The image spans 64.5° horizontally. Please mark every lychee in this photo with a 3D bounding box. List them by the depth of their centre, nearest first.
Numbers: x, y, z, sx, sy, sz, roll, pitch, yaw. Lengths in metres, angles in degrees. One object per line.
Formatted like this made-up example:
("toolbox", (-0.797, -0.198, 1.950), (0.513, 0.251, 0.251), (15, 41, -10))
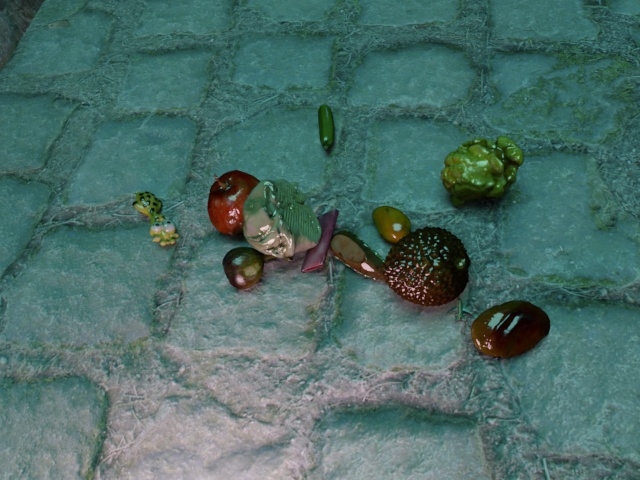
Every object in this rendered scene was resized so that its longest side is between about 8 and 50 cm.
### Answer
("lychee", (0.326, 0.083, 1.592), (0.267, 0.267, 0.268), (-5, 58, 8))

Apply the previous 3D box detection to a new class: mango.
("mango", (0.255, -0.059, 1.787), (0.115, 0.089, 0.165), (-25, 53, 6))

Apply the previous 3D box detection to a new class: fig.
("fig", (-0.216, 0.079, 1.775), (0.245, 0.149, 0.149), (-17, 56, -13))

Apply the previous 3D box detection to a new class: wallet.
("wallet", (0.000, 0.000, 1.797), (0.119, 0.025, 0.232), (-20, 45, 47))

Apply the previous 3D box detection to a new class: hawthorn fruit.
("hawthorn fruit", (-0.316, -0.155, 1.847), (0.241, 0.272, 0.242), (-8, 53, 11))

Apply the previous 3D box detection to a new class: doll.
("doll", (-0.650, -0.092, 1.984), (0.117, 0.086, 0.291), (-14, 52, -34))

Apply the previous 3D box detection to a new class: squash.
("squash", (0.025, -0.463, 2.094), (0.066, 0.066, 0.252), (-7, 58, 7))

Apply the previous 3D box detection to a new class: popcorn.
("popcorn", (0.550, -0.236, 1.750), (0.250, 0.242, 0.235), (-32, 61, -6))

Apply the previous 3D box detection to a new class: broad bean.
("broad bean", (0.561, 0.262, 1.505), (0.228, 0.122, 0.156), (-22, 82, 4))

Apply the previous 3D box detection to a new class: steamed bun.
("steamed bun", (-0.152, -0.058, 1.747), (0.207, 0.280, 0.268), (-28, 80, 28))

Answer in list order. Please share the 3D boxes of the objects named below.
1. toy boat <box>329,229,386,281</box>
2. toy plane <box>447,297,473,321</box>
("toy boat", (0.141, 0.060, 1.729), (0.293, 0.099, 0.108), (35, 98, 28))
("toy plane", (0.441, 0.220, 1.606), (0.080, 0.033, 0.083), (-1, 51, 11))
